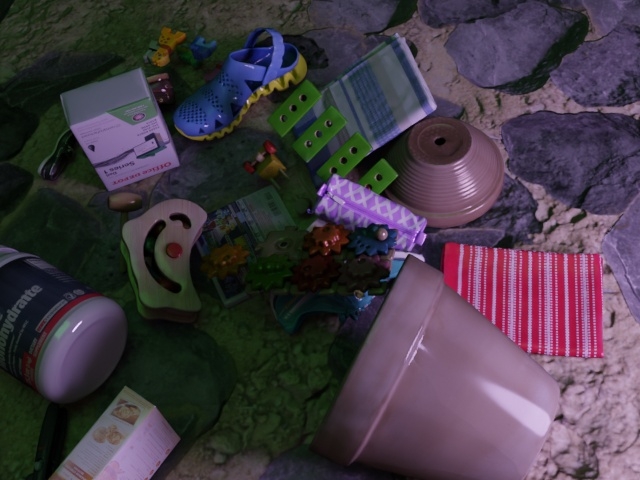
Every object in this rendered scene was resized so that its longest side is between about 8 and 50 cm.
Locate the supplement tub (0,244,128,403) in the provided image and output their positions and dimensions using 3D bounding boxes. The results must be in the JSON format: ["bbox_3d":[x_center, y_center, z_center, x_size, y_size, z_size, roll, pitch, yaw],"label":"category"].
[{"bbox_3d":[-0.482,0.136,1.406,0.272,0.191,0.191,25,64,22],"label":"supplement tub"}]

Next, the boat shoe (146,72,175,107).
[{"bbox_3d":[-0.407,-0.290,1.745,0.207,0.073,0.073,-14,96,6],"label":"boat shoe"}]

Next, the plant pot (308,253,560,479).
[{"bbox_3d":[0.177,0.223,1.213,0.280,0.323,0.323,27,64,4],"label":"plant pot"}]

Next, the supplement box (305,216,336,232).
[{"bbox_3d":[0.000,0.000,1.493,0.062,0.036,0.098,41,56,6],"label":"supplement box"}]

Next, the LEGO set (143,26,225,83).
[{"bbox_3d":[-0.302,-0.389,1.784,0.227,0.087,0.093,20,62,21],"label":"LEGO set"}]

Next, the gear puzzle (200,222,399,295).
[{"bbox_3d":[-0.043,0.020,1.389,0.339,0.044,0.175,-1,40,18],"label":"gear puzzle"}]

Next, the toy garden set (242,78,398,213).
[{"bbox_3d":[-0.007,-0.141,1.552,0.204,0.049,0.244,-44,84,17],"label":"toy garden set"}]

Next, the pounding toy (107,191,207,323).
[{"bbox_3d":[-0.280,0.027,1.506,0.154,0.155,0.269,-13,72,-21],"label":"pounding toy"}]

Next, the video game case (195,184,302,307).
[{"bbox_3d":[-0.130,0.007,1.539,0.183,0.023,0.201,-25,58,-8],"label":"video game case"}]

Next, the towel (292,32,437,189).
[{"bbox_3d":[0.075,-0.249,1.602,0.285,0.034,0.209,-34,54,19],"label":"towel"}]

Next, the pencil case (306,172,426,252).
[{"bbox_3d":[0.086,-0.046,1.469,0.206,0.088,0.086,24,80,0],"label":"pencil case"}]

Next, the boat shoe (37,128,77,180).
[{"bbox_3d":[-0.527,-0.176,1.703,0.038,0.046,0.125,22,66,21],"label":"boat shoe"}]

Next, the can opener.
[{"bbox_3d":[-0.441,0.347,1.343,0.073,0.059,0.186,-3,57,7],"label":"can opener"}]

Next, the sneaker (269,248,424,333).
[{"bbox_3d":[0.050,0.085,1.434,0.275,0.107,0.110,-17,76,3],"label":"sneaker"}]

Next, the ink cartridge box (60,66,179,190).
[{"bbox_3d":[-0.378,-0.209,1.601,0.160,0.219,0.092,-21,60,-4],"label":"ink cartridge box"}]

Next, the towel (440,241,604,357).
[{"bbox_3d":[0.336,0.096,1.407,0.275,0.031,0.199,5,59,11],"label":"towel"}]

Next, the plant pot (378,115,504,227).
[{"bbox_3d":[0.222,-0.150,1.537,0.237,0.109,0.237,-3,57,5],"label":"plant pot"}]

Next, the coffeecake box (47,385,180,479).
[{"bbox_3d":[-0.315,0.339,1.278,0.068,0.142,0.185,27,65,24],"label":"coffeecake box"}]

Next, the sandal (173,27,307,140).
[{"bbox_3d":[-0.173,-0.329,1.697,0.317,0.138,0.126,-41,63,-16],"label":"sandal"}]
